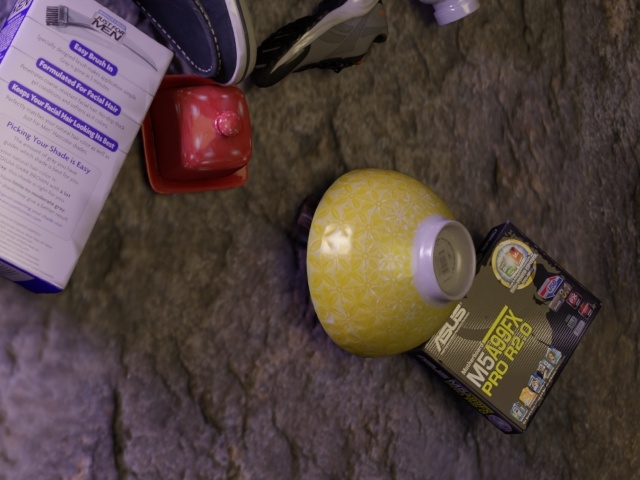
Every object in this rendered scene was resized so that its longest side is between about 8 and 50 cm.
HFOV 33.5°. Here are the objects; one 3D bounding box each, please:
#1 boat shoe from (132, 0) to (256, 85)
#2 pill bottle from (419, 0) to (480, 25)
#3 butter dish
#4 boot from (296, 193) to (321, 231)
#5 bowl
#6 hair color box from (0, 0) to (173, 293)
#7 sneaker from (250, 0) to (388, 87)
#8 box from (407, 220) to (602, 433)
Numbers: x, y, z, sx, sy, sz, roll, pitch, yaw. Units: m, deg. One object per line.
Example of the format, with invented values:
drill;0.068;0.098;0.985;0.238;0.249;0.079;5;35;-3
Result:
boat shoe;-0.263;-0.388;1.311;0.156;0.187;0.500;-43;106;-25
pill bottle;0.184;-0.442;1.689;0.103;0.103;0.184;-37;108;-33
butter dish;-0.147;-0.148;1.411;0.160;0.118;0.160;-8;92;-36
boot;0.000;0.000;1.560;0.114;0.037;0.106;42;53;-29
bowl;0.131;0.032;1.548;0.289;0.156;0.289;2;87;-49
hair color box;-0.334;-0.127;1.277;0.185;0.110;0.338;32;70;-29
sneaker;0.009;-0.286;1.553;0.271;0.100;0.108;-38;114;-33
box;0.298;0.139;1.698;0.216;0.060;0.270;41;68;-9
